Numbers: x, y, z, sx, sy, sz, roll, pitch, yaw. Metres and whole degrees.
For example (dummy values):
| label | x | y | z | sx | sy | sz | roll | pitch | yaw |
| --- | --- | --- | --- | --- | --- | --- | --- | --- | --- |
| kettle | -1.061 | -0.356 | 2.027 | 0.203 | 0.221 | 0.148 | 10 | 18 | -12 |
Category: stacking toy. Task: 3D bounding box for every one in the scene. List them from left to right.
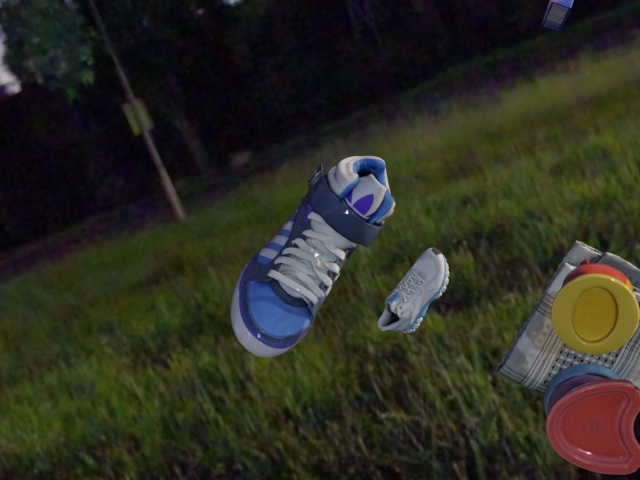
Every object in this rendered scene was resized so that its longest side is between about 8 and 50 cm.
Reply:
| label | x | y | z | sx | sy | sz | roll | pitch | yaw |
| --- | --- | --- | --- | --- | --- | --- | --- | --- | --- |
| stacking toy | 0.472 | 0.184 | 1.415 | 0.279 | 0.309 | 0.130 | 6 | 19 | 10 |

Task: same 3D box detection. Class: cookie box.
| label | x | y | z | sx | sy | sz | roll | pitch | yaw |
| --- | --- | --- | --- | --- | --- | --- | --- | --- | --- |
| cookie box | 0.464 | -0.467 | 1.829 | 0.040 | 0.092 | 0.107 | 19 | -12 | 6 |

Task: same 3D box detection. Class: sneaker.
| label | x | y | z | sx | sy | sz | roll | pitch | yaw |
| --- | --- | --- | --- | --- | --- | --- | --- | --- | --- |
| sneaker | 0.001 | 0.000 | 1.386 | 0.236 | 0.130 | 0.323 | -48 | 8 | 43 |
| sneaker | 0.159 | 0.095 | 1.684 | 0.083 | 0.190 | 0.071 | -6 | 40 | -41 |

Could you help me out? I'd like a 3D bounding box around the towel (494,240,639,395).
| label | x | y | z | sx | sy | sz | roll | pitch | yaw |
| --- | --- | --- | --- | --- | --- | --- | --- | --- | --- |
| towel | 0.557 | 0.192 | 1.904 | 0.324 | 0.312 | 0.056 | -62 | 13 | 14 |
